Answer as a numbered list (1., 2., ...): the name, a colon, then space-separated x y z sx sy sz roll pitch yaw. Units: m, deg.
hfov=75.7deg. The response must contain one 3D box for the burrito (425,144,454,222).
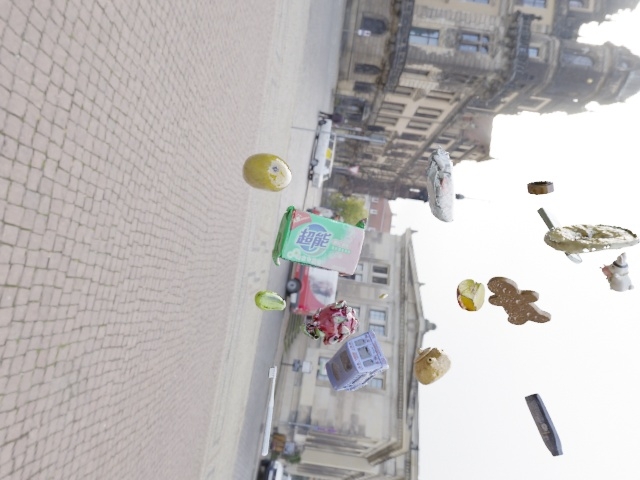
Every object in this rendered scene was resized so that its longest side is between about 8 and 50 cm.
1. burrito: 0.447 -0.198 1.535 0.445 0.101 0.139 56 25 -60

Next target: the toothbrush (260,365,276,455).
1. toothbrush: -0.196 0.645 1.559 0.025 0.030 0.343 -168 -97 -68

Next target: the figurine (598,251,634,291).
1. figurine: 1.070 0.114 1.499 0.081 0.098 0.146 -35 106 -41

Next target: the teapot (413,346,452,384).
1. teapot: 0.546 0.614 2.085 0.203 0.167 0.311 -39 166 -4

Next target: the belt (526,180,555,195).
1. belt: 0.709 -0.171 1.329 0.083 0.059 0.036 10 -56 53

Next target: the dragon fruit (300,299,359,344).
1. dragon fruit: 0.045 0.391 1.890 0.218 0.272 0.198 30 -35 61

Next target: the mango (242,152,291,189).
1. mango: -0.216 -0.267 1.650 0.331 0.195 0.143 -158 -94 -77

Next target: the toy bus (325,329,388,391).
1. toy bus: 0.103 0.401 1.323 0.292 0.133 0.126 115 -42 -54

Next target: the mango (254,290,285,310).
1. mango: -0.234 0.281 1.898 0.091 0.165 0.074 -57 -142 8

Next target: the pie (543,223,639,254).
1. pie: 0.891 -0.008 1.362 0.274 0.273 0.055 -80 163 -77

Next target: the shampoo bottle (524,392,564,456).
1. shampoo bottle: 0.907 0.744 1.667 0.087 0.049 0.234 107 -27 -57

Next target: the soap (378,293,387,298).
1. soap: 0.373 0.331 2.446 0.089 0.034 0.012 -16 111 -62

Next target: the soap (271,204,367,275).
1. soap: -0.001 0.000 1.290 0.098 0.273 0.218 6 -99 64

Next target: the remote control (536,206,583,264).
1. remote control: 1.050 -0.021 1.812 0.038 0.123 0.286 -43 -139 36

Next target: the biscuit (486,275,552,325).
1. biscuit: 0.526 0.160 1.113 0.138 0.205 0.031 -22 -147 50

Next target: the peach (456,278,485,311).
1. peach: 0.706 0.256 1.933 0.118 0.151 0.151 93 5 -64
